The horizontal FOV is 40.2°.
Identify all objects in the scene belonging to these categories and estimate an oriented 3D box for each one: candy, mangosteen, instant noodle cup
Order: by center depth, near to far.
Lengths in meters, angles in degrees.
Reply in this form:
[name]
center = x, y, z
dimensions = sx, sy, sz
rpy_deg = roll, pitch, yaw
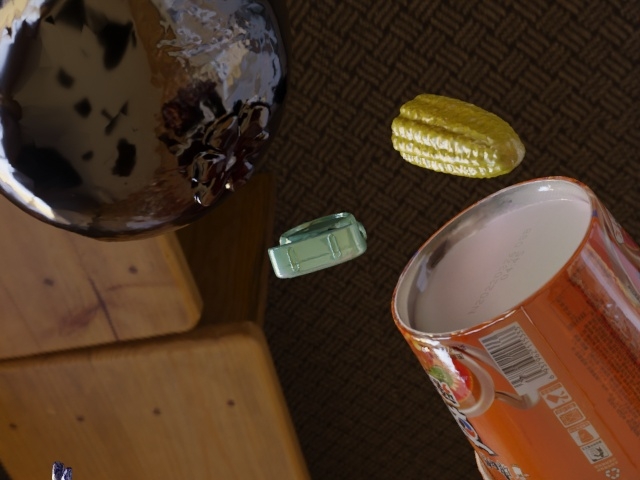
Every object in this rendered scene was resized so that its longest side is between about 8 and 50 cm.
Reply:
[instant noodle cup]
center = 0.195, 0.079, 0.755
dimensions = 0.250, 0.250, 0.192
rpy_deg = -30, 113, 22
[mangosteen]
center = -0.241, -0.208, 0.984
dimensions = 0.435, 0.382, 0.382
rpy_deg = 38, 131, 23
[candy]
center = 0.184, -0.126, 1.121
dimensions = 0.106, 0.199, 0.094
rpy_deg = -31, 121, -19

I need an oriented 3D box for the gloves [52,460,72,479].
[gloves]
center = -0.296, 0.300, 1.019
dimensions = 0.026, 0.086, 0.064
rpy_deg = -7, 167, -23

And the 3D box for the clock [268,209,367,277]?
[clock]
center = 0.000, 0.000, 0.964
dimensions = 0.101, 0.135, 0.041
rpy_deg = -18, 100, 9
